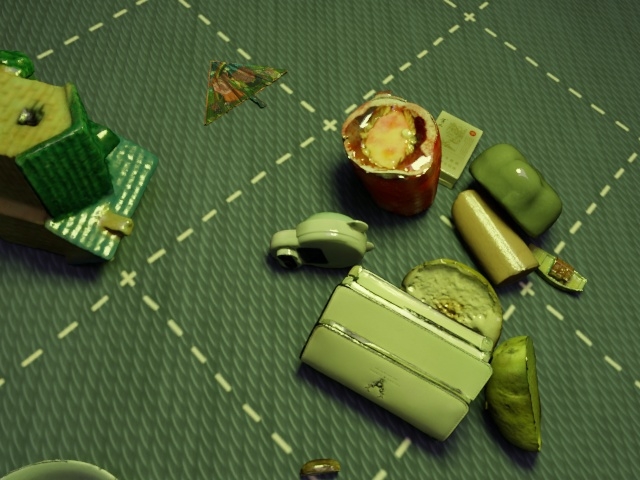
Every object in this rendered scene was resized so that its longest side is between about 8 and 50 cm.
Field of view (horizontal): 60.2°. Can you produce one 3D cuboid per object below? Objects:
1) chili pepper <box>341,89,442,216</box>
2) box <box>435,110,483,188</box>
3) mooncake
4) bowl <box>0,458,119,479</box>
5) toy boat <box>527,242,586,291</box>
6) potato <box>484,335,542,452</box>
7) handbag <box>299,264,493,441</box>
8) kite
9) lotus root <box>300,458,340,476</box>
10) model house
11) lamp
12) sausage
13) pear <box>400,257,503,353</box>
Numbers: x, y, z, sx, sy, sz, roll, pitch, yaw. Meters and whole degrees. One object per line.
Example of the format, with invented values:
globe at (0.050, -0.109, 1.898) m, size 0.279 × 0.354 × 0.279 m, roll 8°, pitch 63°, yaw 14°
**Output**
chili pepper at (0.179, -0.187, 1.396) m, size 0.251 × 0.305 × 0.229 m, roll 19°, pitch 69°, yaw 16°
box at (0.359, -0.259, 1.568) m, size 0.141 × 0.058 × 0.201 m, roll 28°, pitch 63°, yaw 7°
mooncake at (0.501, -0.135, 1.409) m, size 0.135 × 0.275 × 0.275 m, roll -44°, pitch 71°, yaw 19°
bowl at (-0.467, 0.573, 0.963) m, size 0.345 × 0.157 × 0.346 m, roll 3°, pitch 62°, yaw -6°
toy boat at (0.606, 0.072, 1.431) m, size 0.172 × 0.066 × 0.065 m, roll 37°, pitch 67°, yaw 12°
potato at (0.415, 0.330, 1.202) m, size 0.111 × 0.272 × 0.160 m, roll -7°, pitch 21°, yaw 24°
handbag at (0.159, 0.247, 1.188) m, size 0.358 × 0.237 × 0.160 m, roll 29°, pitch 23°, yaw 7°
kite at (-0.249, -0.455, 1.602) m, size 0.321 × 0.016 × 0.234 m, roll -40°, pitch 75°, yaw -24°
lotus root at (-0.001, 0.472, 1.152) m, size 0.083 × 0.037 × 0.030 m, roll -3°, pitch 60°, yaw -10°
model house at (-0.556, -0.174, 1.204) m, size 0.342 × 0.382 × 0.335 m, roll 15°, pitch 64°, yaw 5°
lamp at (-0.001, -0.002, 1.323) m, size 0.246 × 0.179 × 0.108 m, roll -7°, pitch 58°, yaw 11°
sausage at (0.437, -0.010, 1.416) m, size 0.123 × 0.123 × 0.253 m, roll -21°, pitch 68°, yaw -18°
pear at (0.330, 0.141, 1.299) m, size 0.267 × 0.267 × 0.178 m, roll 43°, pitch 39°, yaw 14°
